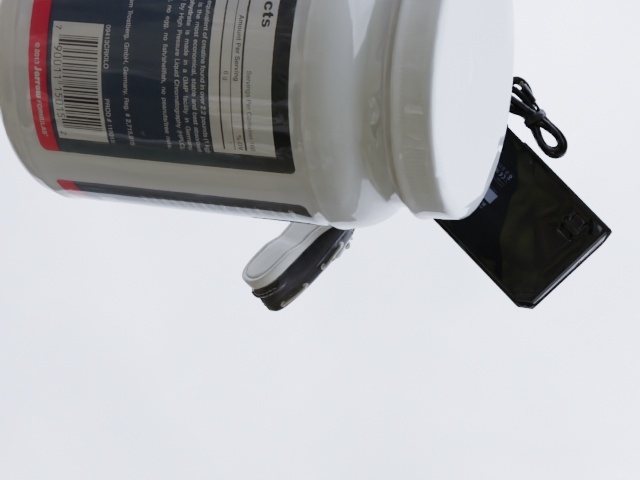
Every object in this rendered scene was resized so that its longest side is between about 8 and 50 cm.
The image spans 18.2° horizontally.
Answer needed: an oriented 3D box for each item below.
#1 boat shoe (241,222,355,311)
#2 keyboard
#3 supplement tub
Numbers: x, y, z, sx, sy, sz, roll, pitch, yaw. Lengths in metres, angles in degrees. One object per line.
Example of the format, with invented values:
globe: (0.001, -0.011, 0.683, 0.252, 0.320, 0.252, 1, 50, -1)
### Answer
boat shoe: (0.000, 0.000, 1.429, 0.046, 0.125, 0.038, 23, -27, 54)
keyboard: (0.112, -0.052, 1.313, 0.180, 0.108, 0.023, 47, 0, 10)
supplement tub: (-0.037, -0.108, 1.187, 0.272, 0.191, 0.191, 6, -52, 20)
